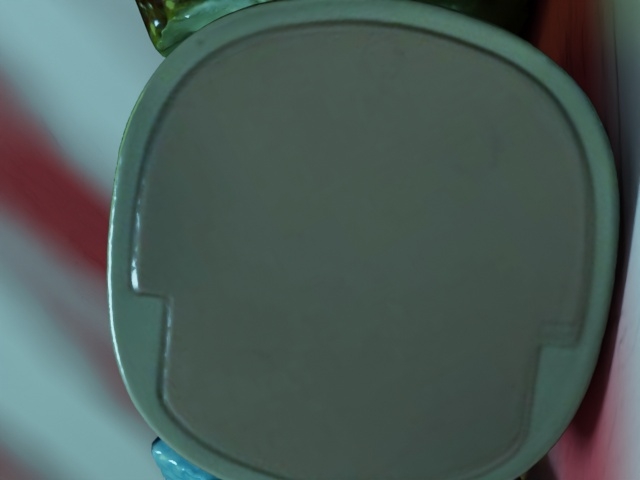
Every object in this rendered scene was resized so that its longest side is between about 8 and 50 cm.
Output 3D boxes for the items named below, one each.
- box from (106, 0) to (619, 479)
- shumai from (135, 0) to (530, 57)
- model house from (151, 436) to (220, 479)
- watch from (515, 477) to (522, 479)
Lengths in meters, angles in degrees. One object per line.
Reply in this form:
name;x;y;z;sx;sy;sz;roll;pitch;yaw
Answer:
box;0.027;-0.007;0.746;0.216;0.301;0.301;-72;-13;-77
shumai;-0.001;-0.272;0.968;0.324;0.324;0.397;-91;5;-61
model house;-0.009;0.249;1.298;0.226;0.241;0.261;-45;-38;-25
watch;0.066;0.286;0.758;0.241;0.162;0.253;-104;16;-53
